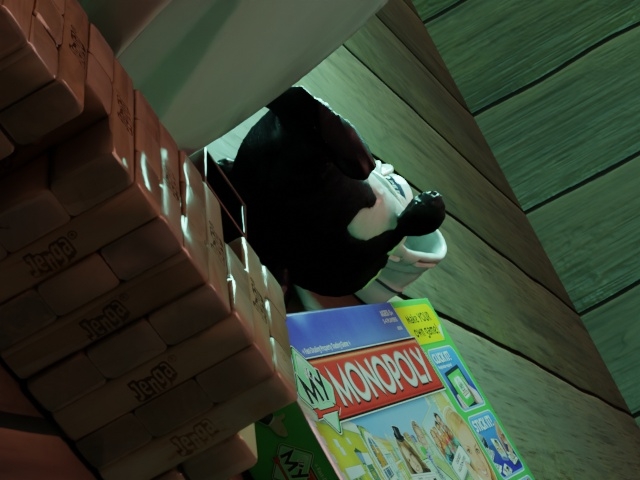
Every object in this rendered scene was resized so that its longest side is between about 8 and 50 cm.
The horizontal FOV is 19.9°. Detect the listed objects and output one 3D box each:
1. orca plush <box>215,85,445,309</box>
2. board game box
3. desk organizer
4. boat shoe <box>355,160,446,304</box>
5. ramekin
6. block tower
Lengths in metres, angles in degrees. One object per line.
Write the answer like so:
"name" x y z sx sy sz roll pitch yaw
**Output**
"orca plush" 0.000 0.000 1.126 0.287 0.151 0.102 124 -20 -76
"board game box" 0.053 0.139 1.052 0.213 0.046 0.317 60 18 9
"desk organizer" -0.069 0.005 0.940 0.047 0.050 0.130 56 12 -23
"boat shoe" 0.026 -0.025 1.366 0.095 0.084 0.258 65 11 20
"ramekin" -0.058 -0.154 0.877 0.127 0.273 0.273 51 9 8
"block tower" -0.127 -0.047 0.707 0.335 0.091 0.097 55 11 -28
